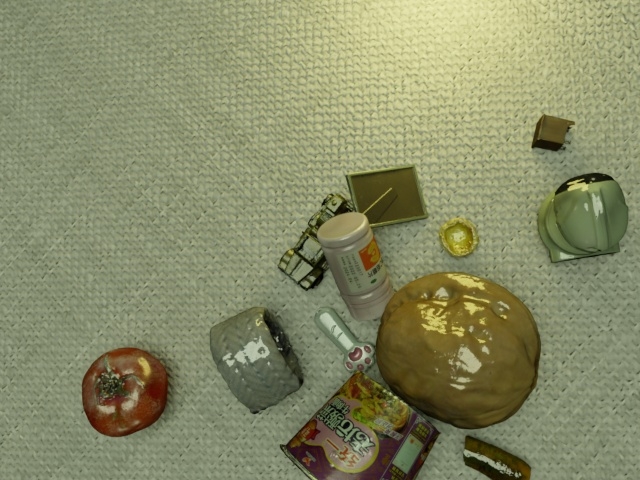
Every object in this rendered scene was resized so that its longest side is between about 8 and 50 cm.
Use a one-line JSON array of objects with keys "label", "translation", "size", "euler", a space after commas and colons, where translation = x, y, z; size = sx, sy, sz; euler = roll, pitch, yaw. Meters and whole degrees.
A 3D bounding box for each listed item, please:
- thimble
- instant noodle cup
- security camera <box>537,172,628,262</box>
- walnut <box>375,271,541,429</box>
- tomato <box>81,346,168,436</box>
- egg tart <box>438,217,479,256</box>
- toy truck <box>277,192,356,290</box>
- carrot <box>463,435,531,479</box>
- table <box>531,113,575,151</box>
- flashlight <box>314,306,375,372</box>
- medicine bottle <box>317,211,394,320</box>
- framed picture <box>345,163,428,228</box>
[{"label": "thimble", "translation": [-0.157, 0.295, 1.831], "size": [0.157, 0.217, 0.245], "euler": [-28, 87, 7]}, {"label": "instant noodle cup", "translation": [0.113, 0.489, 1.724], "size": [0.340, 0.340, 0.266], "euler": [37, 81, 12]}, {"label": "security camera", "translation": [0.619, -0.057, 1.695], "size": [0.197, 0.277, 0.191], "euler": [-9, 83, 10]}, {"label": "walnut", "translation": [0.314, 0.259, 1.675], "size": [0.384, 0.383, 0.383], "euler": [-1, 84, 10]}, {"label": "tomato", "translation": [-0.504, 0.394, 1.899], "size": [0.232, 0.188, 0.231], "euler": [-1, 69, 3]}, {"label": "egg tart", "translation": [0.354, -0.006, 1.859], "size": [0.105, 0.039, 0.105], "euler": [-1, 83, 10]}, {"label": "toy truck", "translation": [0.000, 0.002, 1.882], "size": [0.127, 0.127, 0.257], "euler": [38, 95, 11]}, {"label": "carrot", "translation": [0.424, 0.543, 1.766], "size": [0.173, 0.082, 0.082], "euler": [22, 88, 14]}, {"label": "table", "translation": [0.586, -0.267, 1.825], "size": [0.082, 0.083, 0.070], "euler": [13, 84, 7]}, {"label": "flashlight", "translation": [0.060, 0.254, 1.881], "size": [0.093, 0.047, 0.200], "euler": [-41, 79, 4]}, {"label": "medicine bottle", "translation": [0.091, 0.066, 1.796], "size": [0.133, 0.133, 0.249], "euler": [-17, 117, 8]}, {"label": "framed picture", "translation": [0.172, -0.113, 1.864], "size": [0.203, 0.015, 0.150], "euler": [-11, 81, -24]}]
